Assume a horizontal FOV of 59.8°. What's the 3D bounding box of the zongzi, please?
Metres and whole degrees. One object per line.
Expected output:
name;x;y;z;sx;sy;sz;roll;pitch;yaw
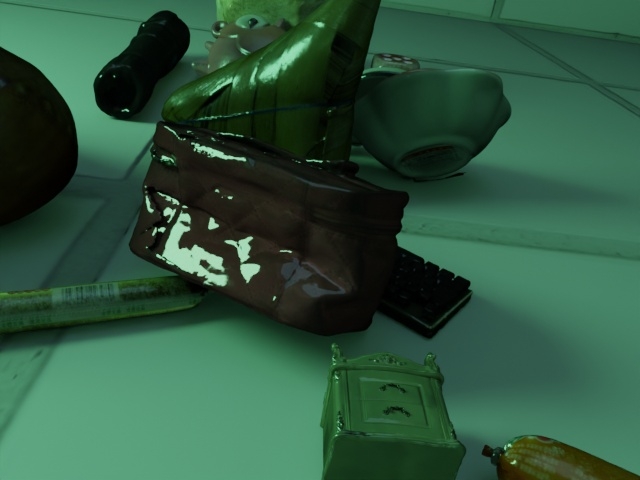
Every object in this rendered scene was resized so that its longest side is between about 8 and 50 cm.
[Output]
zongzi;-0.065;-0.223;0.683;0.260;0.289;0.123;18;23;19

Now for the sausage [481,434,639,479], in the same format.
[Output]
sausage;0.255;0.193;0.295;0.347;0.053;0.053;22;33;22

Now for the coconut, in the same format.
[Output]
coconut;-0.068;-0.424;1.067;0.259;0.259;0.259;7;30;-4

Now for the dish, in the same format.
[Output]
dish;0.147;-0.136;0.749;0.229;0.229;0.081;2;71;-12

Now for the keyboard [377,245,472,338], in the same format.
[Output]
keyboard;0.000;0.000;0.586;0.317;0.027;0.106;27;34;28

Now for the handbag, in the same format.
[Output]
handbag;-0.043;-0.017;0.469;0.225;0.136;0.146;22;10;25

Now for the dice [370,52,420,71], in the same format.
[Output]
dice;0.139;-0.307;1.078;0.091;0.093;0.094;9;31;0

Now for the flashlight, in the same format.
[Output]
flashlight;-0.308;-0.319;0.985;0.103;0.103;0.424;5;32;-6

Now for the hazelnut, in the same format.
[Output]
hazelnut;-0.342;-0.090;0.520;0.208;0.208;0.208;7;30;-4

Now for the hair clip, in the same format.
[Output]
hair clip;0.076;-0.182;0.794;0.220;0.140;0.054;-10;58;28

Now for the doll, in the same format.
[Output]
doll;-0.096;-0.273;0.914;0.211;0.093;0.262;-31;72;-7

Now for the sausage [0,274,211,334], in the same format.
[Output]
sausage;-0.216;0.053;0.432;0.269;0.033;0.033;-5;33;-22

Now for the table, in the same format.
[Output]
table;0.040;0.117;0.360;0.079;0.062;0.083;7;30;-5
